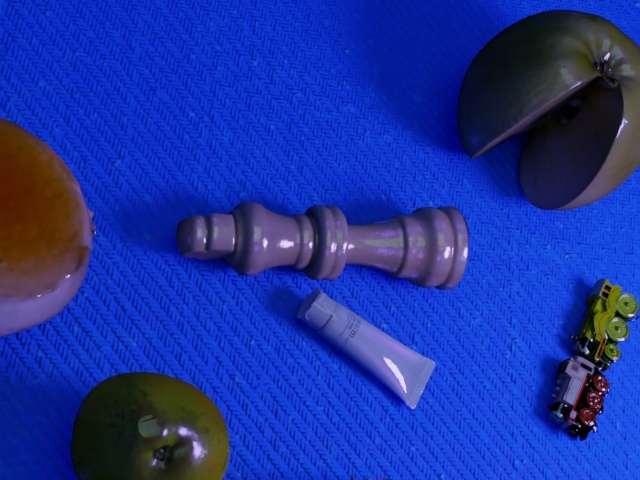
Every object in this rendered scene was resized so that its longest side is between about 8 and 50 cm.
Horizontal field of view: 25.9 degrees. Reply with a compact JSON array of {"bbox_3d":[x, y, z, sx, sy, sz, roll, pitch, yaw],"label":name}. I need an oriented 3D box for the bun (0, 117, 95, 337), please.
[{"bbox_3d":[-0.418,-0.005,1.638,0.299,0.165,0.298,19,50,-23],"label":"bun"}]

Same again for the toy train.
[{"bbox_3d":[0.391,0.172,2.011,0.085,0.053,0.249,29,61,-3],"label":"toy train"}]

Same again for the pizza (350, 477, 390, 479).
[{"bbox_3d":[0.072,0.356,1.757,0.161,0.063,0.182,-46,133,-46],"label":"pizza"}]

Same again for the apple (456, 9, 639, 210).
[{"bbox_3d":[0.347,-0.192,2.020,0.292,0.254,0.291,12,61,-24],"label":"apple"}]

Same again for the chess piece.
[{"bbox_3d":[0.000,0.000,1.866,0.397,0.117,0.117,4,68,-22],"label":"chess piece"}]

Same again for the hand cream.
[{"bbox_3d":[0.062,0.141,1.873,0.205,0.050,0.078,36,59,-13],"label":"hand cream"}]

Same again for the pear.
[{"bbox_3d":[-0.195,0.237,1.610,0.188,0.219,0.187,5,71,-14],"label":"pear"}]
